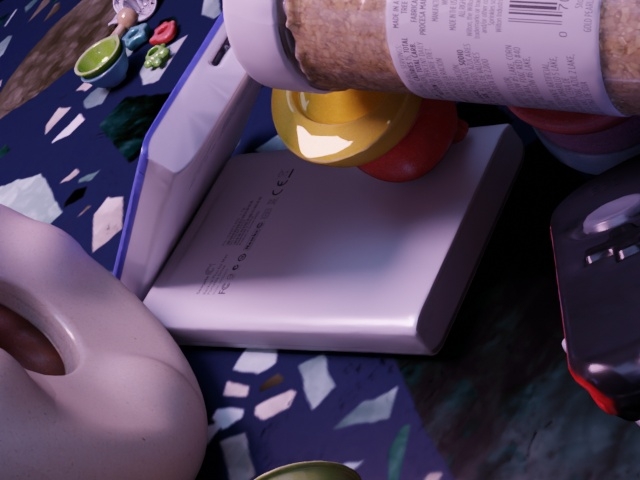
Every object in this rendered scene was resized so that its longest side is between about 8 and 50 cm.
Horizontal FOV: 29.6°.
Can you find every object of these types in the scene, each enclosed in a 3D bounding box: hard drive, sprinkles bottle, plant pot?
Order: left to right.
[{"bbox_3d":[-0.101,-0.085,1.014,0.210,0.040,0.319,-62,3,-23],"label":"hard drive"},{"bbox_3d":[-0.007,0.195,0.765,0.083,0.083,0.079,-28,48,17],"label":"plant pot"},{"bbox_3d":[0.000,0.000,1.000,0.307,0.040,0.203,-2,49,42],"label":"hard drive"},{"bbox_3d":[0.109,-0.139,0.730,0.355,0.121,0.121,11,58,36],"label":"sprinkles bottle"}]

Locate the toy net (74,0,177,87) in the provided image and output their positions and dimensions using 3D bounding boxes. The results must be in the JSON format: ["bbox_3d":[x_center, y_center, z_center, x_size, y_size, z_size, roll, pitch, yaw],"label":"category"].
[{"bbox_3d":[-0.238,-0.276,1.529,0.122,0.045,0.232,-26,37,20],"label":"toy net"}]

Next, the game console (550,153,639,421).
[{"bbox_3d":[0.299,-0.052,0.598,0.386,0.060,0.342,-25,5,14],"label":"game console"}]

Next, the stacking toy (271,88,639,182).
[{"bbox_3d":[0.137,-0.172,0.880,0.309,0.130,0.279,-1,73,34],"label":"stacking toy"}]

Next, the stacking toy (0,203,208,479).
[{"bbox_3d":[-0.344,0.219,0.928,0.480,0.350,0.350,-53,32,15],"label":"stacking toy"}]

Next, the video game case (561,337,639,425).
[{"bbox_3d":[0.259,0.058,0.711,0.173,0.022,0.190,-40,33,1],"label":"video game case"}]
